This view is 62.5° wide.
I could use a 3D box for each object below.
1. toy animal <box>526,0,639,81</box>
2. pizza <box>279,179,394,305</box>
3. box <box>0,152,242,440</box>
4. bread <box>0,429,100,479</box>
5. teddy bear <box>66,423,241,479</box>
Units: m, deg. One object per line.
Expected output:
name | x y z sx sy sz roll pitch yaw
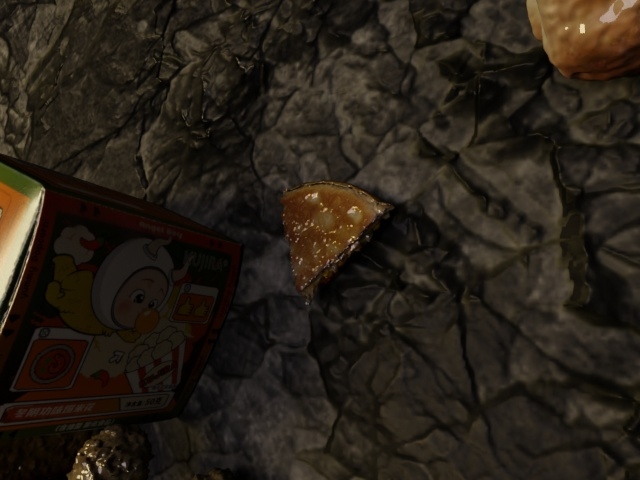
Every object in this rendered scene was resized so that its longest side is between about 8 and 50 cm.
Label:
toy animal | 0.218 -0.169 0.284 0.184 0.104 0.185 28 90 34
pizza | 0.001 -0.014 0.428 0.100 0.029 0.099 -48 52 11
box | -0.197 0.046 0.431 0.148 0.195 0.177 21 90 32
bread | -0.301 0.214 0.445 0.096 0.222 0.181 2 90 36
teddy bear | -0.179 0.263 0.386 0.182 0.129 0.251 32 98 3
